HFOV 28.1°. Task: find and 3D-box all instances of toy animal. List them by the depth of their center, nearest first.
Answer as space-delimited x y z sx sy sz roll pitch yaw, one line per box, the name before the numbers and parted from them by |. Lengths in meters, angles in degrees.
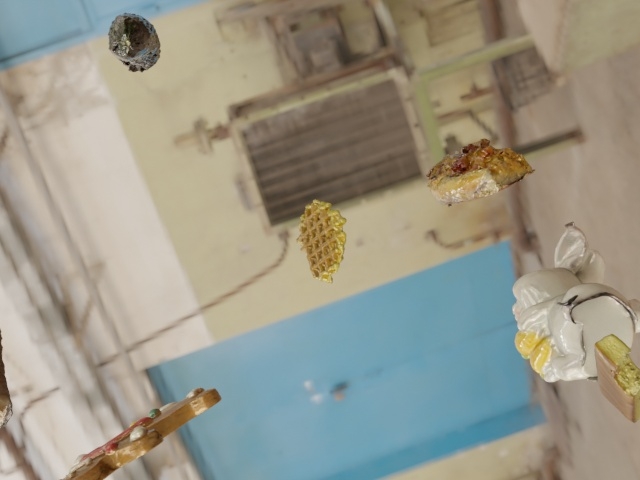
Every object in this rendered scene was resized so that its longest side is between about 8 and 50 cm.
toy animal | 0.462 0.125 2.365 0.183 0.247 0.310 51 -179 -19

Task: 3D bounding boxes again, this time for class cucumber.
cucumber | -0.279 -0.300 1.906 0.303 0.072 0.081 -150 55 -84

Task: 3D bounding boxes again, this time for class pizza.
pizza | 0.251 -0.115 2.090 0.305 0.161 0.085 -143 31 -85

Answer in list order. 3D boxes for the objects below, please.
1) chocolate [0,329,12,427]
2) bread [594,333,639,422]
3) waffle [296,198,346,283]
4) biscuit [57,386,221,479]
chocolate | -0.486 0.188 1.694 0.083 0.161 0.261 19 -158 -31
bread | 0.471 0.216 1.990 0.088 0.049 0.226 50 176 26
waffle | 0.000 -0.002 1.332 0.085 0.016 0.078 48 125 43
biscuit | -0.305 0.319 1.983 0.216 0.340 0.047 -33 88 49
